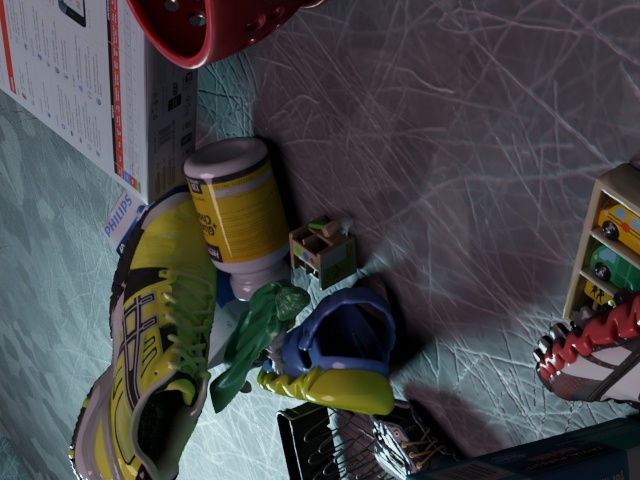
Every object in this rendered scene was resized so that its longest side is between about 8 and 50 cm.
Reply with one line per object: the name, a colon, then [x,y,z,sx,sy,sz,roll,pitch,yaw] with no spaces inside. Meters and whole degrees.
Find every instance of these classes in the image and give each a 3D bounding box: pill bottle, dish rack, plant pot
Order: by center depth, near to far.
plant pot: [-0.085,-0.278,1.136,0.191,0.174,0.191,39,145,35]
pill bottle: [-0.093,-0.024,1.454,0.103,0.103,0.184,19,130,52]
dish rack: [0.060,0.332,1.552,0.271,0.074,0.208,28,138,47]

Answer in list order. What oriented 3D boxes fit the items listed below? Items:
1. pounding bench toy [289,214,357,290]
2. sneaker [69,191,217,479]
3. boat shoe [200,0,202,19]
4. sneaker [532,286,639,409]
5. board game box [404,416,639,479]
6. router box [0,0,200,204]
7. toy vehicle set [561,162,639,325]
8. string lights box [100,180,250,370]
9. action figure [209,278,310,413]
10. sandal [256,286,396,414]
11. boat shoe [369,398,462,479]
pounding bench toy: [0.000,0.000,1.375,0.065,0.052,0.083,37,143,40]
sneaker: [-0.178,0.128,1.471,0.147,0.145,0.384,-1,74,48]
boat shoe: [-0.249,-0.325,1.451,0.277,0.098,0.096,51,150,17]
sneaker: [0.257,0.089,0.893,0.135,0.098,0.276,60,151,9]
board game box: [0.200,0.343,1.034,0.079,0.254,0.336,8,103,56]
router box: [-0.273,-0.249,1.394,0.301,0.082,0.335,37,146,21]
toy vehicle set: [0.309,0.075,0.940,0.267,0.035,0.166,41,146,34]
string lights box: [-0.185,0.035,1.658,0.259,0.077,0.133,54,134,15]
action figure: [-0.063,0.106,1.386,0.232,0.063,0.137,128,154,-58]
sandal: [0.014,0.129,1.430,0.317,0.126,0.138,168,112,-69]
boat shoe: [0.116,0.245,1.386,0.183,0.065,0.083,21,134,53]
